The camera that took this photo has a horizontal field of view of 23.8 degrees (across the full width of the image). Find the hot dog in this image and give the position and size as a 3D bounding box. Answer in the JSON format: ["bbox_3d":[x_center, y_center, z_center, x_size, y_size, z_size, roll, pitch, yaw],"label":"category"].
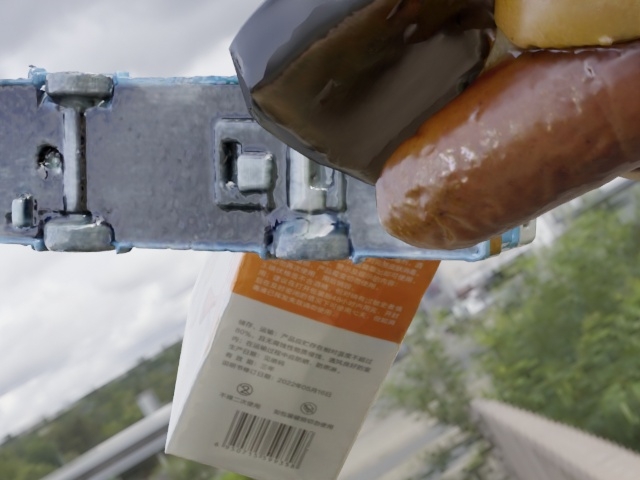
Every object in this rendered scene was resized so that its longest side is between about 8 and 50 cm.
[{"bbox_3d":[0.150,-0.077,0.537,0.326,0.107,0.194,-35,-41,8],"label":"hot dog"}]

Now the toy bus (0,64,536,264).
[{"bbox_3d":[-0.038,-0.042,0.805,0.297,0.106,0.131,2,5,26],"label":"toy bus"}]

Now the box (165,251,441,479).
[{"bbox_3d":[0.000,0.000,1.202,0.225,0.143,0.341,-87,18,-55],"label":"box"}]
